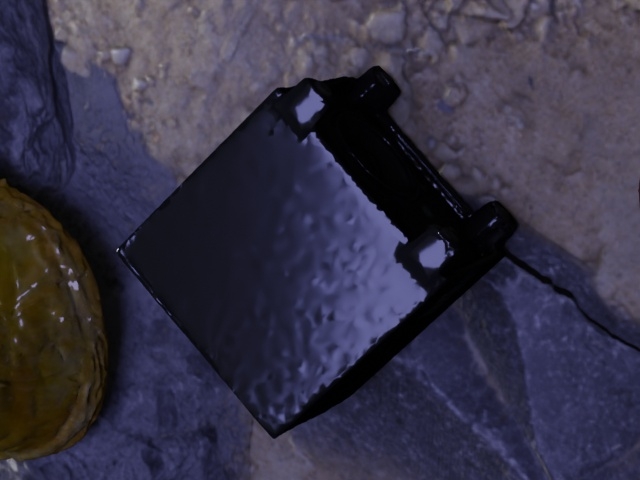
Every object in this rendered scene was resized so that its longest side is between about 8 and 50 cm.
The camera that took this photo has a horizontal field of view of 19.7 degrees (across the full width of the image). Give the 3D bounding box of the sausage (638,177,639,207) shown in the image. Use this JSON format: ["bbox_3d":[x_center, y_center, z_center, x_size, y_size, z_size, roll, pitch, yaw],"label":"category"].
[{"bbox_3d":[0.350,0.063,1.528,0.121,0.121,0.304,-15,92,27],"label":"sausage"}]

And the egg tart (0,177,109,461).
[{"bbox_3d":[-0.379,0.092,1.842,0.351,0.153,0.339,-4,103,25],"label":"egg tart"}]

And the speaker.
[{"bbox_3d":[0.000,0.000,1.644,0.254,0.184,0.232,-44,81,22],"label":"speaker"}]
